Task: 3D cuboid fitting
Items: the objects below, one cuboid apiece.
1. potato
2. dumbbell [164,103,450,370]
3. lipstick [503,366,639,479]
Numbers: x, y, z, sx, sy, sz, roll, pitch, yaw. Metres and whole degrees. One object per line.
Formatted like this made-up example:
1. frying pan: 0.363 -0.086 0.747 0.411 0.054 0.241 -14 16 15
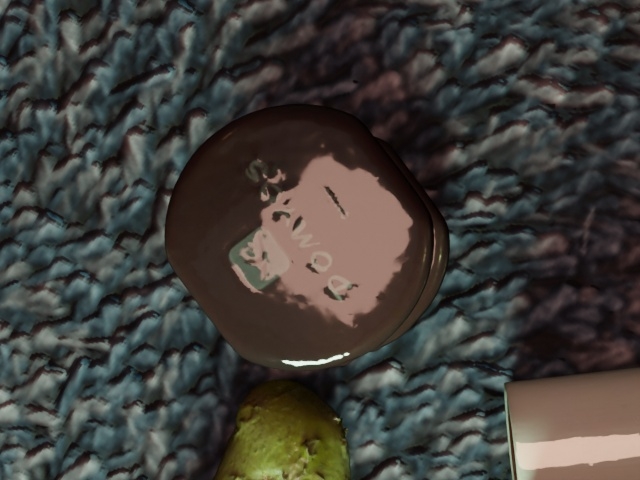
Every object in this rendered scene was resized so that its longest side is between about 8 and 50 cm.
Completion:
1. potato: -0.030 0.176 1.084 0.105 0.085 0.188 8 84 26
2. dumbbell: 0.000 0.000 1.016 0.124 0.225 0.140 -38 84 4
3. lipstick: 0.274 0.107 1.061 0.327 0.087 0.087 -7 87 4
